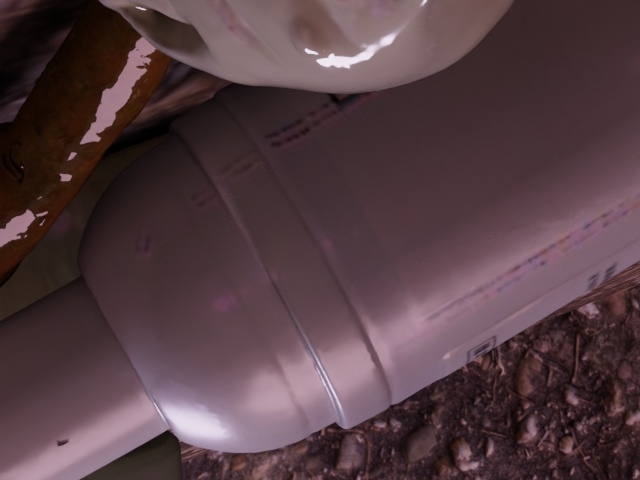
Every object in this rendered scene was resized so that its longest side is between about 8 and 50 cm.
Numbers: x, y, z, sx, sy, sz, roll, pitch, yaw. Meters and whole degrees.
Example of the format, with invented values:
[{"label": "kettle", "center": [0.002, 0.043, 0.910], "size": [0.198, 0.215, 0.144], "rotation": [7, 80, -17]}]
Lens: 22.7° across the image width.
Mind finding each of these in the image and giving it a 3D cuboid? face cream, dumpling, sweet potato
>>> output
[{"label": "face cream", "center": [0.000, 0.000, 0.632], "size": [0.369, 0.145, 0.145], "rotation": [-30, 172, -8]}, {"label": "dumpling", "center": [0.025, -0.100, 0.432], "size": [0.134, 0.100, 0.169], "rotation": [-35, 180, -33]}, {"label": "sweet potato", "center": [-0.133, -0.015, 0.591], "size": [0.269, 0.075, 0.075], "rotation": [-31, 168, 39]}]

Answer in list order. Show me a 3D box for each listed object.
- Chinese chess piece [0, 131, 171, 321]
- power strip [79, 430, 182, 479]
[{"label": "Chinese chess piece", "center": [-0.088, 0.024, 0.829], "size": [0.250, 0.101, 0.250], "rotation": [-23, 171, -4]}, {"label": "power strip", "center": [-0.248, 0.195, 0.907], "size": [0.357, 0.161, 0.357], "rotation": [-2, -179, 0]}]
